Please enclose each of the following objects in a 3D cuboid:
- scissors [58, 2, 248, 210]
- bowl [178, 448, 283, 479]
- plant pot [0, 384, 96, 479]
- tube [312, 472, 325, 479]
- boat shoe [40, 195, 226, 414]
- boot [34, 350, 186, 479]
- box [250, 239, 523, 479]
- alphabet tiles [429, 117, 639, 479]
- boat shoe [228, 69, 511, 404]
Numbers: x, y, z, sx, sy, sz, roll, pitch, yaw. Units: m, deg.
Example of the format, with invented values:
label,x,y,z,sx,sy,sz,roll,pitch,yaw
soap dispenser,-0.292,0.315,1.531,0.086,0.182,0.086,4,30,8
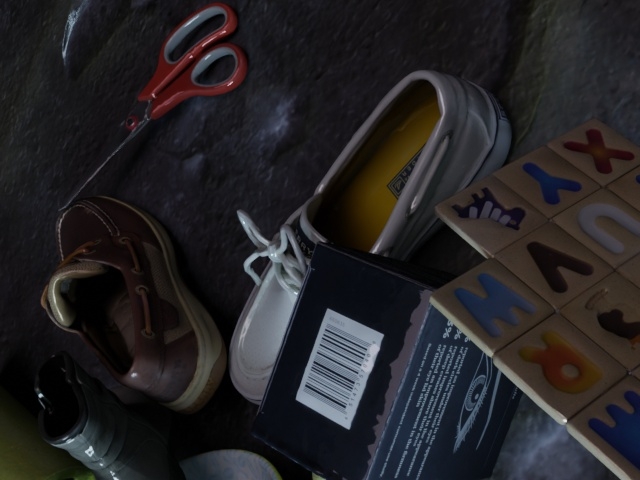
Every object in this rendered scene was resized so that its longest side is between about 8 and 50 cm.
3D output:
label,x,y,z,sx,sy,sz,roll,pitch,yaw
scissors,-0.202,-0.152,1.010,0.297,0.021,0.109,-34,69,17
bowl,-0.117,0.342,0.785,0.290,0.289,0.156,-19,114,31
plant pot,-0.390,0.267,0.966,0.254,0.276,0.276,25,96,25
tube,0.029,0.284,0.779,0.070,0.062,0.240,149,118,-73
boat shoe,-0.224,0.046,0.931,0.123,0.123,0.342,-55,45,15
boot,-0.206,0.160,0.852,0.083,0.161,0.246,-37,25,-7
box,0.069,0.099,0.684,0.108,0.207,0.153,22,94,36
alphabet tiles,0.248,0.042,0.561,0.342,0.285,0.011,44,148,32
boat shoe,0.006,0.005,0.774,0.367,0.156,0.136,-49,58,20
